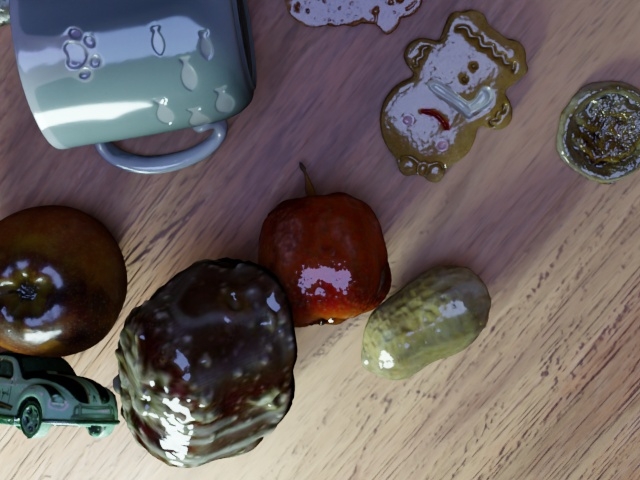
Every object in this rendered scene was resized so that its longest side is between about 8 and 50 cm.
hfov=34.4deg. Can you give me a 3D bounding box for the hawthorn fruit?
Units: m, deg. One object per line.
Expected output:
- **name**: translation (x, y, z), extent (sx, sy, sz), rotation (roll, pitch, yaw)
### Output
- **hawthorn fruit**: translation (0.000, 0.000, 1.474), extent (0.207, 0.207, 0.243), rotation (-10, 79, 4)

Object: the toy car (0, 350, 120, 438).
- **toy car**: translation (-0.421, 0.223, 1.512), extent (0.306, 0.136, 0.125), rotation (-6, 78, 39)

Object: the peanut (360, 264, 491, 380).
- **peanut**: translation (0.152, 0.124, 1.526), extent (0.224, 0.129, 0.129), rotation (-32, 102, 19)

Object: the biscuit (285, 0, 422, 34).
- **biscuit**: translation (0.079, -0.382, 1.431), extent (0.280, 0.043, 0.183), rotation (-28, 106, 4)

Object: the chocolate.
- **chocolate**: translation (-0.179, 0.185, 1.439), extent (0.225, 0.210, 0.340), rotation (45, 142, 27)

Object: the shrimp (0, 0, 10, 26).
- **shrimp**: translation (-0.432, -0.429, 1.421), extent (0.178, 0.075, 0.289), rotation (15, 104, -11)

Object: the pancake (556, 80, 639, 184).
- **pancake**: translation (0.416, -0.155, 1.490), extent (0.151, 0.025, 0.152), rotation (0, 104, 1)

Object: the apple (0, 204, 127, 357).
- **apple**: translation (-0.389, 0.062, 1.478), extent (0.230, 0.230, 0.230), rotation (0, 105, 2)

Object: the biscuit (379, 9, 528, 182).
- **biscuit**: translation (0.182, -0.203, 1.480), extent (0.184, 0.035, 0.249), rotation (37, 104, -8)

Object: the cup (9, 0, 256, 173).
- **cup**: translation (-0.225, -0.231, 1.395), extent (0.274, 0.259, 0.357), rotation (-8, 136, 4)
